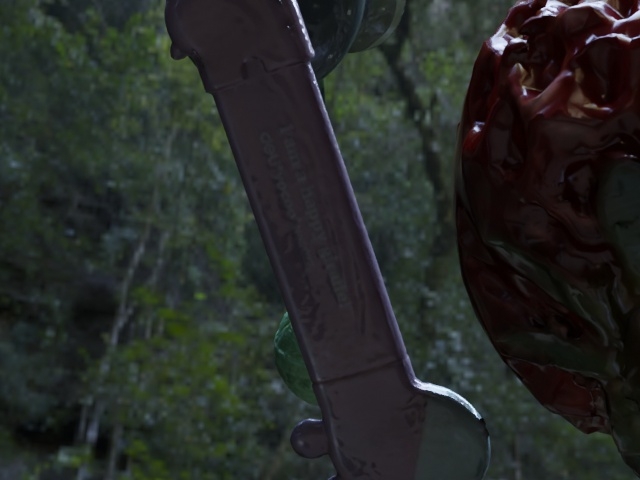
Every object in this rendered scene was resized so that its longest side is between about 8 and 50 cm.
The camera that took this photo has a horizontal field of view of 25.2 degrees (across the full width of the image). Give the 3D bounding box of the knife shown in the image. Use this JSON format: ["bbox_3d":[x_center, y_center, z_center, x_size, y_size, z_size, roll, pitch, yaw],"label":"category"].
[{"bbox_3d":[0.000,0.000,0.952,0.132,0.399,0.038,-18,8,11],"label":"knife"}]

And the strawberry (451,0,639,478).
[{"bbox_3d":[0.210,-0.055,0.820,0.317,0.345,0.295,37,-62,-21],"label":"strawberry"}]

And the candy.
[{"bbox_3d":[0.001,-0.009,1.504,0.119,0.119,0.440,0,-56,5],"label":"candy"}]

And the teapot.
[{"bbox_3d":[-0.016,-0.223,1.288,0.183,0.183,0.251,-13,1,27],"label":"teapot"}]
